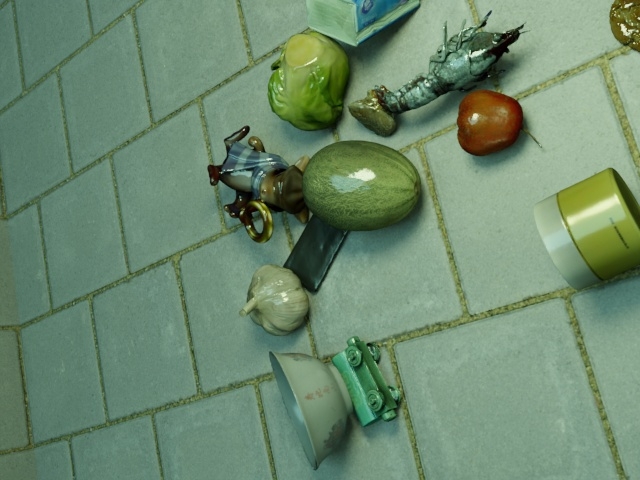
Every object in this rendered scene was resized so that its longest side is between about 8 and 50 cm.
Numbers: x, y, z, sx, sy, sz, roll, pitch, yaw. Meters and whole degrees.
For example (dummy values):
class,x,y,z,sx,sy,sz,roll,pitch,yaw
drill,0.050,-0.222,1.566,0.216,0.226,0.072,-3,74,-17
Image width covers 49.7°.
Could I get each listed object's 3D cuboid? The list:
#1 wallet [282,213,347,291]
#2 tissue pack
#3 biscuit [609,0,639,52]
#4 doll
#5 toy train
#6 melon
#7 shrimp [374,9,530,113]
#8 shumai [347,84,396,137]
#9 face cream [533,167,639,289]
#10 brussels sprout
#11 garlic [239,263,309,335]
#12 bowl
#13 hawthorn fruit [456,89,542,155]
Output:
class,x,y,z,sx,sy,sz,roll,pitch,yaw
wallet,0.000,0.000,2.047,0.146,0.030,0.285,38,106,35
tissue pack,0.115,-0.662,1.872,0.198,0.263,0.146,33,147,34
biscuit,0.761,-0.524,1.542,0.226,0.042,0.226,-4,83,34
doll,-0.189,-0.171,2.086,0.340,0.209,0.318,21,101,33
toy train,0.118,0.392,1.893,0.159,0.101,0.248,-47,60,38
melon,0.105,-0.146,1.852,0.329,0.248,0.248,4,88,26
shrimp,0.325,-0.437,1.741,0.410,0.221,0.166,-36,47,23
shumai,0.163,-0.369,1.925,0.145,0.145,0.116,21,76,35
face cream,0.598,-0.025,1.504,0.179,0.218,0.218,-29,70,29
brussels sprout,-0.032,-0.458,1.979,0.227,0.294,0.259,4,65,10
garlic,-0.160,0.180,2.026,0.218,0.212,0.218,9,103,43
bowl,-0.009,0.437,1.901,0.157,0.345,0.345,-21,68,-12
hawthorn fruit,0.438,-0.287,1.695,0.203,0.162,0.162,2,87,20
